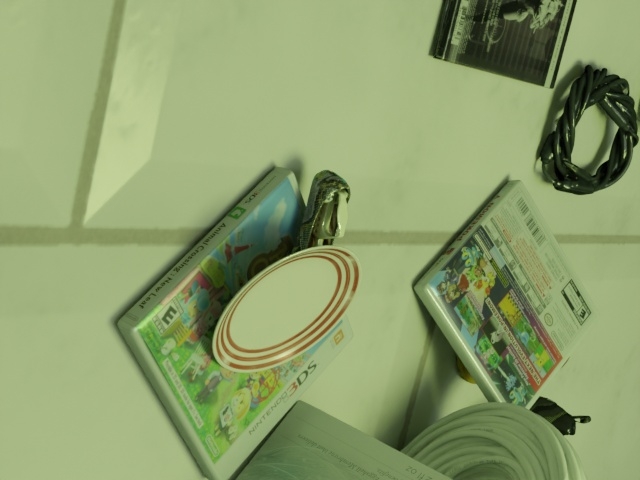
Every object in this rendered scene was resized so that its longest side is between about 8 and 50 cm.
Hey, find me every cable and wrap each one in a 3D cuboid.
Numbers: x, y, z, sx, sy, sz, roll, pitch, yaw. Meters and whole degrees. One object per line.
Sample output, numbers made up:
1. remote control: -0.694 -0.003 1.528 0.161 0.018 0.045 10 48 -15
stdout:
1. cable: 0.319 -0.126 1.282 0.184 0.047 0.150 3 100 -49
2. cable: 0.158 0.291 1.098 0.257 0.257 0.089 -48 121 -7

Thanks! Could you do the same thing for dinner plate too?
1. dinner plate: -0.028 0.053 0.887 0.141 0.017 0.141 -24 145 -19

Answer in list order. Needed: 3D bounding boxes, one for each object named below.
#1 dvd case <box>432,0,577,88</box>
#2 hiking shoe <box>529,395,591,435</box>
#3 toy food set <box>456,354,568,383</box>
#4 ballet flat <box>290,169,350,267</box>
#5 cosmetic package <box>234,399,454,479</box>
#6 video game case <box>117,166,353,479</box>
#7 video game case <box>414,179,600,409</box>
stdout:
1. dvd case: 0.195 -0.245 1.086 0.221 0.018 0.164 1 105 -50
2. hiking shoe: 0.248 0.300 1.336 0.086 0.114 0.227 10 99 -52
3. toy food set: 0.248 0.109 1.279 0.218 0.071 0.128 -11 115 -48
4. ballet flat: 0.000 0.000 0.907 0.041 0.041 0.114 3 106 -51
5. cosmetic package: 0.014 0.298 0.957 0.224 0.224 0.138 -50 140 -23
6. video game case: -0.060 0.076 0.923 0.193 0.023 0.212 -46 138 -27
7. video game case: 0.208 0.067 1.187 0.183 0.023 0.201 -45 113 -27
